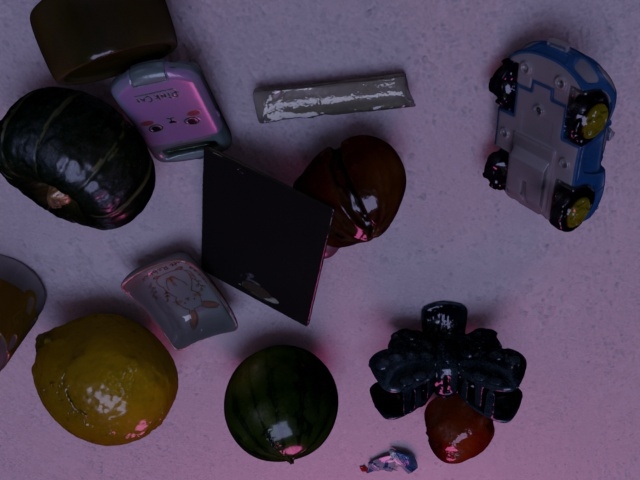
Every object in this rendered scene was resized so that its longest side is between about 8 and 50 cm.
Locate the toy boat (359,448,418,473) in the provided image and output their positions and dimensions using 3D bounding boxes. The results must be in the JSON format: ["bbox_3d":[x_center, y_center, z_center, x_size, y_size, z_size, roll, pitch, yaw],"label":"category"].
[{"bbox_3d":[0.171,0.557,1.837,0.149,0.034,0.105,1,133,14],"label":"toy boat"}]

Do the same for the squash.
[{"bbox_3d":[-0.382,-0.123,1.142,0.252,0.165,0.252,21,152,12],"label":"squash"}]

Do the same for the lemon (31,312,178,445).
[{"bbox_3d":[-0.425,0.269,1.443,0.253,0.253,0.310,-37,113,25],"label":"lemon"}]

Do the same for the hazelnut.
[{"bbox_3d":[0.050,-0.077,1.211,0.204,0.178,0.178,-26,125,19],"label":"hazelnut"}]

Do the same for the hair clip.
[{"bbox_3d":[0.253,0.254,1.473,0.310,0.206,0.194,1,124,4],"label":"hair clip"}]

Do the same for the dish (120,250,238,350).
[{"bbox_3d":[-0.269,0.106,1.420,0.151,0.077,0.212,-22,126,14],"label":"dish"}]

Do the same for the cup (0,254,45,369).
[{"bbox_3d":[-0.640,0.177,1.374,0.185,0.226,0.241,2,122,-3],"label":"cup"}]

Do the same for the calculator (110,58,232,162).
[{"bbox_3d":[-0.229,-0.199,1.147,0.141,0.045,0.246,-9,152,5],"label":"calculator"}]

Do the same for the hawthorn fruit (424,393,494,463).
[{"bbox_3d":[0.328,0.409,1.630,0.194,0.157,0.157,-29,124,24],"label":"hawthorn fruit"}]

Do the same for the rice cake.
[{"bbox_3d":[0.022,-0.229,1.165,0.256,0.052,0.057,-6,95,3],"label":"rice cake"}]

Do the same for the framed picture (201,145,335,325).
[{"bbox_3d":[-0.106,0.003,1.276,0.244,0.013,0.324,27,141,13],"label":"framed picture"}]

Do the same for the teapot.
[{"bbox_3d":[-0.321,-0.324,1.018,0.267,0.185,0.175,-14,97,39],"label":"teapot"}]

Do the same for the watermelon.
[{"bbox_3d":[-0.081,0.338,1.508,0.242,0.242,0.242,-1,129,-1],"label":"watermelon"}]

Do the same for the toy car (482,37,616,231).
[{"bbox_3d":[0.379,-0.171,1.149,0.166,0.198,0.314,-25,130,-24],"label":"toy car"}]

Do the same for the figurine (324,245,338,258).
[{"bbox_3d":[0.000,0.000,1.345,0.083,0.067,0.071,-22,107,36],"label":"figurine"}]
